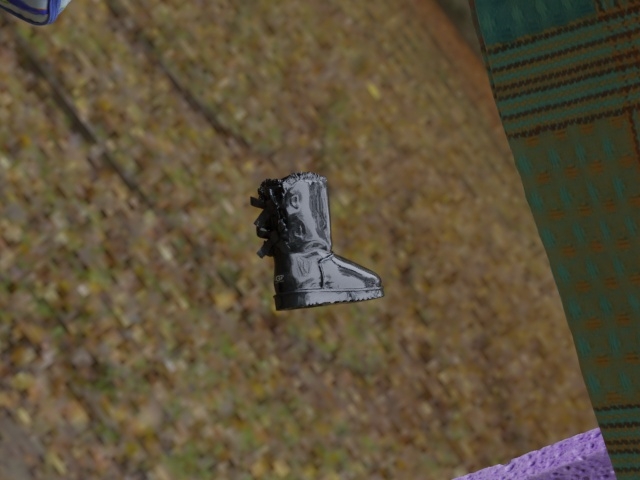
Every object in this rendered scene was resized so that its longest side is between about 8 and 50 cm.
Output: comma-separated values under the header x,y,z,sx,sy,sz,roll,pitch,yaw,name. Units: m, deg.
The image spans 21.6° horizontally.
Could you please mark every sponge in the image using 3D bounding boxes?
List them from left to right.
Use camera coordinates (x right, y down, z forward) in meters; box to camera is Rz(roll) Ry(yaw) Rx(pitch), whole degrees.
x,y,z,sx,sy,sz,roll,pitch,yaw,name
0.243,0.249,1.710,0.117,0.210,0.031,69,2,-49,sponge

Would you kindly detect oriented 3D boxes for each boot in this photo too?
x,y,z,sx,sy,sz,roll,pitch,yaw,name
0.000,0.000,1.257,0.121,0.045,0.099,-2,82,-49,boot

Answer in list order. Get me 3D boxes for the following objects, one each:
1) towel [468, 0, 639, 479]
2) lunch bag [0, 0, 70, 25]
x,y,z,sx,sy,sz,roll,pitch,yaw,name
0.143,-0.035,0.557,0.271,0.040,0.370,-12,-84,64,towel
-0.324,-0.315,1.624,0.219,0.090,0.176,30,-34,6,lunch bag
